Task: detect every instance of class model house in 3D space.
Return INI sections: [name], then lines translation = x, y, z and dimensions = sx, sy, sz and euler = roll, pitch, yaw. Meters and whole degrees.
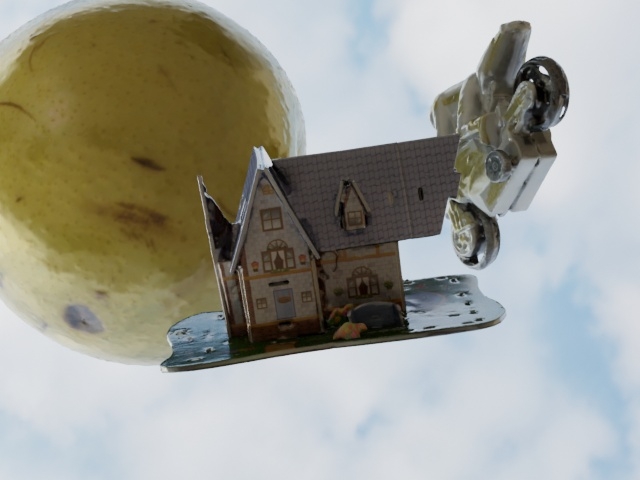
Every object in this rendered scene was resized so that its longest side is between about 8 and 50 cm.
[model house]
translation = 0.000, 0.000, 0.793
dimensions = 0.167, 0.117, 0.088
euler = -8, -79, 0

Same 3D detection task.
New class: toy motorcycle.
[toy motorcycle]
translation = 0.145, -0.089, 1.433
dimensions = 0.074, 0.229, 0.151
euler = -7, -134, -28

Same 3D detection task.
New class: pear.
[pear]
translation = -0.167, -0.057, 1.487
dimensions = 0.348, 0.348, 0.348
euler = 5, -123, -8
